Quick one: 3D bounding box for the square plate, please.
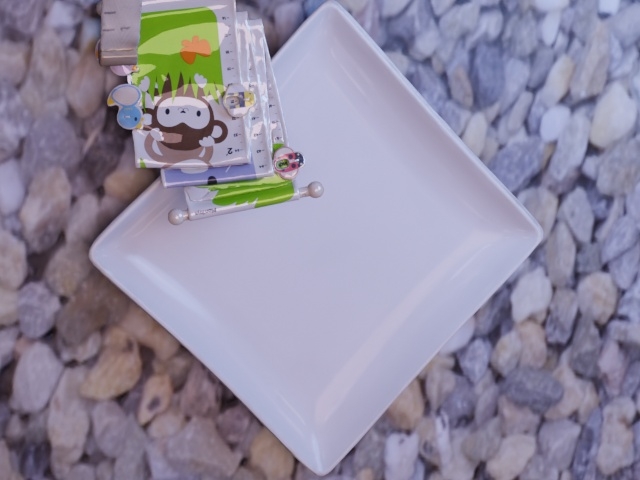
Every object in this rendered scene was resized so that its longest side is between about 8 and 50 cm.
[{"bbox_3d":[0.000,0.000,1.754,0.347,0.049,0.344,-47,111,-7],"label":"square plate"}]

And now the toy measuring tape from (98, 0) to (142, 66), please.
[{"bbox_3d":[-0.189,-0.330,1.614,0.121,0.121,0.330,-5,115,-19],"label":"toy measuring tape"}]

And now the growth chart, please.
[{"bbox_3d":[-0.112,-0.131,1.666,0.172,0.021,0.237,-17,87,-7],"label":"growth chart"}]
